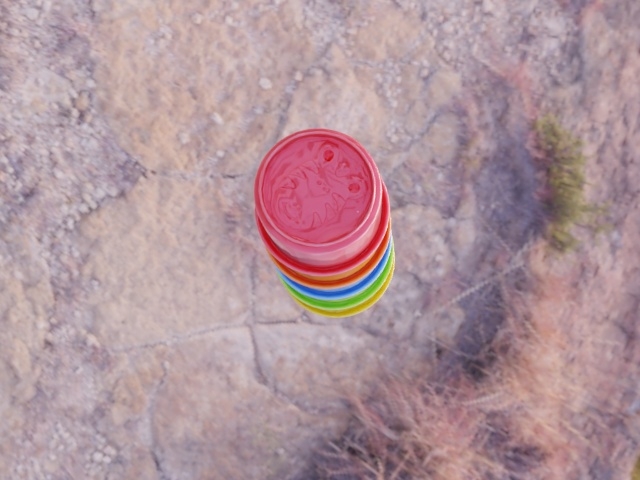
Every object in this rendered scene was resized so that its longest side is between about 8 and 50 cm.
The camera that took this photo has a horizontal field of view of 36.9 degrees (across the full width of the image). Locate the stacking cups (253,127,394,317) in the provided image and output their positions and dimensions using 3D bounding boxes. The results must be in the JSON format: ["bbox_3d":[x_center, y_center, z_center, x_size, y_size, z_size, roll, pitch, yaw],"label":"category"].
[{"bbox_3d":[0.000,0.000,0.617,0.096,0.096,0.316,-60,173,-3],"label":"stacking cups"}]
